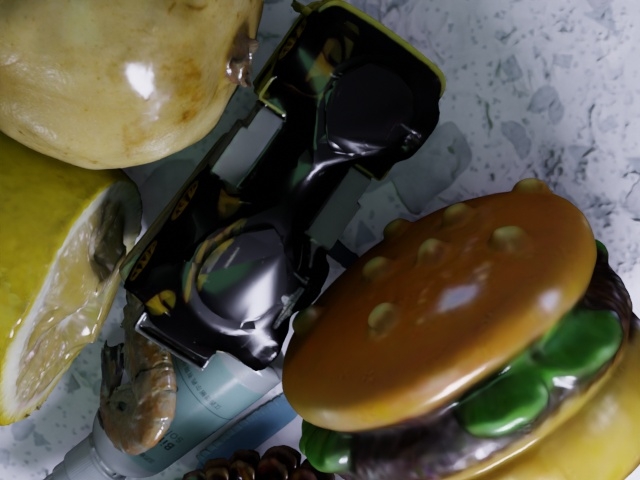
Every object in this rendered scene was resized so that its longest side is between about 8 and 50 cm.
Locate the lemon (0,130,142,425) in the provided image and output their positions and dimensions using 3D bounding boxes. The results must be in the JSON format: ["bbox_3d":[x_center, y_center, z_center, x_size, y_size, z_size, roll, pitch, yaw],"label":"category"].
[{"bbox_3d":[-0.392,0.002,1.701,0.364,0.364,0.364,2,110,6],"label":"lemon"}]

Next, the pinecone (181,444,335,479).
[{"bbox_3d":[-0.064,0.351,1.818,0.246,0.292,0.246,-8,71,25],"label":"pinecone"}]

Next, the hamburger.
[{"bbox_3d":[0.146,0.127,1.646,0.395,0.396,0.277,-28,109,15],"label":"hamburger"}]

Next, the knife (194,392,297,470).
[{"bbox_3d":[-0.133,0.275,1.938,0.313,0.019,0.044,-39,99,15],"label":"knife"}]

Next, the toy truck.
[{"bbox_3d":[-0.051,-0.062,1.682,0.180,0.254,0.405,33,98,-17],"label":"toy truck"}]

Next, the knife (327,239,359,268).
[{"bbox_3d":[0.000,0.000,1.819,0.121,0.018,0.031,38,102,-9],"label":"knife"}]

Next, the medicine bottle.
[{"bbox_3d":[-0.202,0.217,1.871,0.352,0.110,0.110,-38,102,17],"label":"medicine bottle"}]

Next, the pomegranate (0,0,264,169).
[{"bbox_3d":[-0.205,-0.236,1.568,0.332,0.332,0.333,2,110,6],"label":"pomegranate"}]

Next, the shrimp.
[{"bbox_3d":[-0.219,0.141,1.818,0.126,0.223,0.047,-32,144,34],"label":"shrimp"}]
